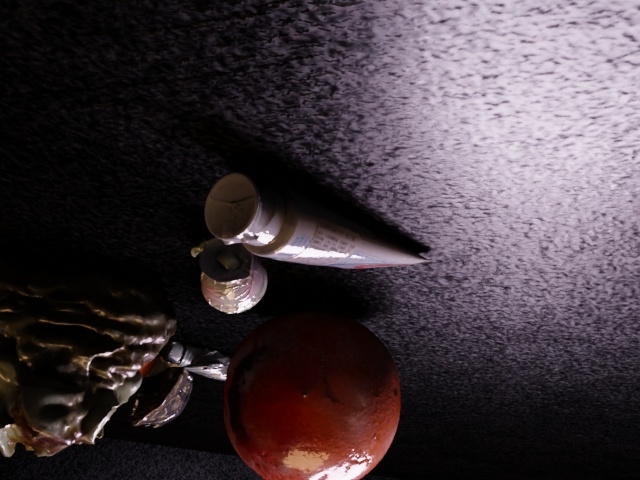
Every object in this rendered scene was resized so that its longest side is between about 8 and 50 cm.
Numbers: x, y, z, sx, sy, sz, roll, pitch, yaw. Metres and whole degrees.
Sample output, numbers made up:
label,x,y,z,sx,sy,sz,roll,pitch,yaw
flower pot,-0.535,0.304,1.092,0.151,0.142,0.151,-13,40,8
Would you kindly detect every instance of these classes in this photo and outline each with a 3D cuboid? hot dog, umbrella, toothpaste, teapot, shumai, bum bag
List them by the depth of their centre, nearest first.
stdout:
label,x,y,z,sx,sy,sz,roll,pitch,yaw
toothpaste,0.000,0.000,0.749,0.089,0.057,0.234,-4,165,35
teapot,-0.091,0.024,0.843,0.083,0.064,0.064,35,160,18
shumai,-0.293,0.133,0.993,0.256,0.218,0.189,6,156,-7
bum bag,-0.234,0.235,1.338,0.069,0.102,0.248,33,166,2
umbrella,-0.145,0.187,1.346,0.188,0.046,0.050,24,151,-29
hot dog,-0.250,0.192,1.402,0.030,0.034,0.090,-14,170,36

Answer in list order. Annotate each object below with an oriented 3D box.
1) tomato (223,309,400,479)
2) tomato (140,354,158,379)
label,x,y,z,sx,sy,sz,roll,pitch,yaw
tomato,-0.014,0.181,1.027,0.208,0.208,0.184,-8,158,36
tomato,-0.343,0.158,1.251,0.236,0.095,0.237,7,161,2
